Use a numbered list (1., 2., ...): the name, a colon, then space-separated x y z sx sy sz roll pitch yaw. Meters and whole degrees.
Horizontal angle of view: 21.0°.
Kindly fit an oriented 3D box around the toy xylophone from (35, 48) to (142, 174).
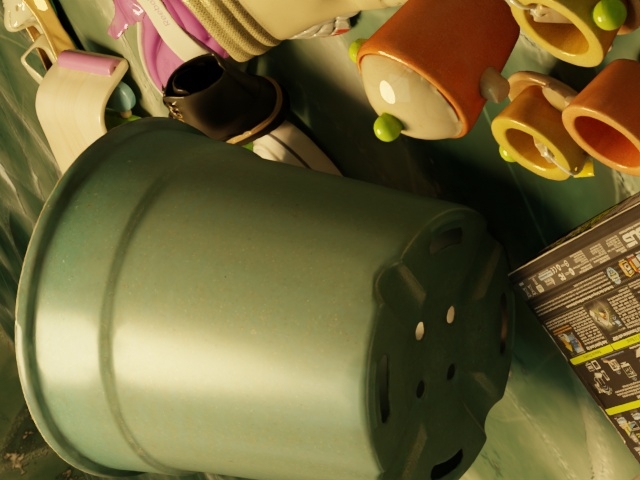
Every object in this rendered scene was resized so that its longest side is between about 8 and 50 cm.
1. toy xylophone: -0.235 -0.082 2.170 0.236 0.081 0.322 21 141 30

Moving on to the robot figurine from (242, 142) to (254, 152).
1. robot figurine: -0.075 -0.070 1.846 0.101 0.067 0.115 51 161 17

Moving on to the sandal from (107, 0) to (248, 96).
1. sandal: -0.152 -0.218 1.683 0.169 0.102 0.416 31 158 23

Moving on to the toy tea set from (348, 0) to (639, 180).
1. toy tea set: 0.149 -0.088 1.127 0.200 0.124 0.336 41 165 -17

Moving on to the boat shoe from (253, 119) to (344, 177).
1. boat shoe: 0.000 0.000 1.749 0.267 0.088 0.096 56 161 -3

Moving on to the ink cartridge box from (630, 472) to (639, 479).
1. ink cartridge box: 0.310 0.345 1.447 0.171 0.168 0.232 19 140 61

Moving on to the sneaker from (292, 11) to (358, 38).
1. sneaker: -0.002 -0.213 1.483 0.158 0.061 0.065 158 105 -70

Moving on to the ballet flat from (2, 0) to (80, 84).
1. ballet flat: -0.358 -0.264 2.198 0.232 0.073 0.080 61 160 -14

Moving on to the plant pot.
1. plant pot: -0.029 0.073 1.529 0.334 0.341 0.341 8 134 33

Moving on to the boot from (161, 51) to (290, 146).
1. boot: -0.144 -0.115 1.687 0.077 0.198 0.137 60 -165 24

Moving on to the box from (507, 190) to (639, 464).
1. box: 0.265 0.072 1.279 0.216 0.060 0.270 54 161 2

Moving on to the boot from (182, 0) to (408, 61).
1. boot: -0.039 -0.266 1.250 0.203 0.095 0.262 -17 118 26
